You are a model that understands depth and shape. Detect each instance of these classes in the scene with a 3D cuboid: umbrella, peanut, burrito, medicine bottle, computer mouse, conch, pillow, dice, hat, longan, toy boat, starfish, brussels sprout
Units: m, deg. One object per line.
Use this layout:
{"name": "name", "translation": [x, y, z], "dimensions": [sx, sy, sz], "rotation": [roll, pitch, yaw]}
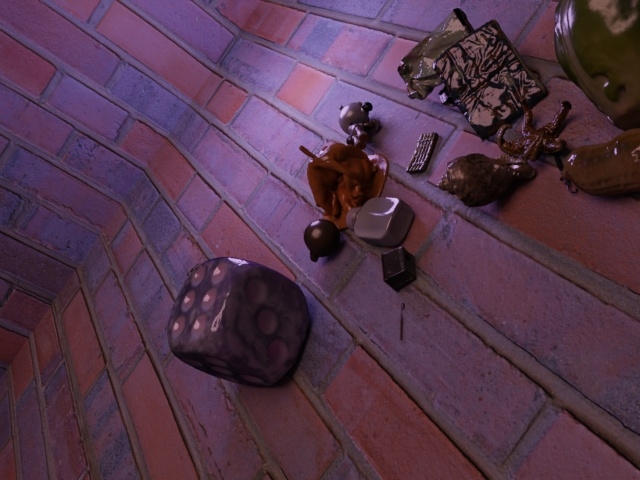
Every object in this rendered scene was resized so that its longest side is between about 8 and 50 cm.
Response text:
{"name": "umbrella", "translation": [0.496, -0.145, 1.534], "dimensions": [0.022, 0.022, 0.148], "rotation": [-7, 43, -2]}
{"name": "peanut", "translation": [0.553, -0.144, 1.381], "dimensions": [0.236, 0.110, 0.120], "rotation": [-3, 82, 60]}
{"name": "burrito", "translation": [0.302, -0.464, 1.895], "dimensions": [0.229, 0.089, 0.143], "rotation": [-38, 66, 30]}
{"name": "medicine bottle", "translation": [0.143, -0.049, 1.874], "dimensions": [0.183, 0.069, 0.119], "rotation": [6, 69, 54]}
{"name": "computer mouse", "translation": [0.379, -0.389, 1.863], "dimensions": [0.192, 0.062, 0.105], "rotation": [-13, 53, 55]}
{"name": "conch", "translation": [0.356, -0.149, 1.623], "dimensions": [0.207, 0.130, 0.155], "rotation": [-15, 51, 15]}
{"name": "pillow", "translation": [0.395, -0.383, 1.762], "dimensions": [0.189, 0.034, 0.255], "rotation": [-37, 67, 21]}
{"name": "dice", "translation": [-0.213, 0.212, 1.931], "dimensions": [0.270, 0.271, 0.270], "rotation": [-10, 55, 49]}
{"name": "hat", "translation": [0.019, -0.185, 2.005], "dimensions": [0.244, 0.233, 0.233], "rotation": [-32, 39, 32]}
{"name": "longan", "translation": [0.000, 0.000, 2.000], "dimensions": [0.106, 0.106, 0.119], "rotation": [42, 113, 58]}
{"name": "toy boat", "translation": [0.262, -0.226, 1.917], "dimensions": [0.063, 0.016, 0.115], "rotation": [-1, 62, 53]}
{"name": "starfish", "translation": [0.471, -0.233, 1.586], "dimensions": [0.146, 0.074, 0.190], "rotation": [-45, 33, -5]}
{"name": "brussels sprout", "translation": [0.591, -0.395, 1.392], "dimensions": [0.276, 0.315, 0.371], "rotation": [138, 147, -66]}

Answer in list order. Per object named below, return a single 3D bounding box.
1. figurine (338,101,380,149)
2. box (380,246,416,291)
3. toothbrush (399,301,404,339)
{"name": "figurine", "translation": [0.111, -0.331, 2.148], "dimensions": [0.147, 0.094, 0.197], "rotation": [-64, 33, 33]}
{"name": "box", "translation": [0.183, 0.065, 1.736], "dimensions": [0.063, 0.060, 0.084], "rotation": [-26, 42, 27]}
{"name": "toothbrush", "translation": [0.183, 0.181, 1.678], "dimensions": [0.008, 0.006, 0.096], "rotation": [-24, 45, 36]}
